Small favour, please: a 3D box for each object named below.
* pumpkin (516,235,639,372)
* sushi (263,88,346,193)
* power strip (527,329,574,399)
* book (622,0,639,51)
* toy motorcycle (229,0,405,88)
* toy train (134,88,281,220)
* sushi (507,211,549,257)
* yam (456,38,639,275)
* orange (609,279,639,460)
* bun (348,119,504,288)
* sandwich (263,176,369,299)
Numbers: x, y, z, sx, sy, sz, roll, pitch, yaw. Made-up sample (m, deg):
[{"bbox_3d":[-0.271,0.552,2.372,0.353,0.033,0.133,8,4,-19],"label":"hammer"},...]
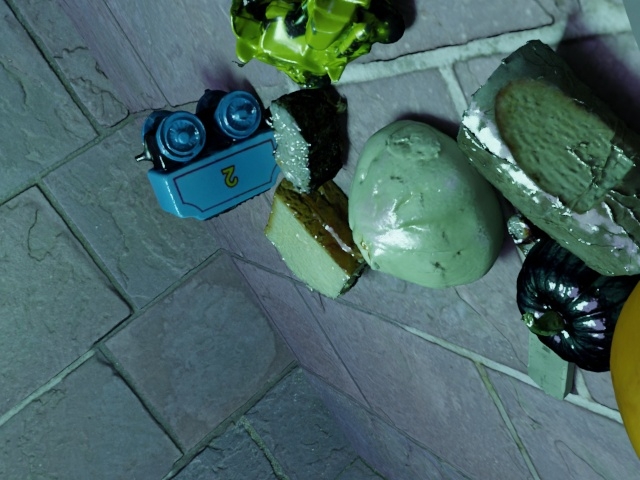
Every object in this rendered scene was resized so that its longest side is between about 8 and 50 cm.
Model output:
[{"bbox_3d":[0.342,0.080,0.808,0.194,0.150,0.194,39,-179,-1],"label":"pumpkin"},{"bbox_3d":[-0.027,-0.198,1.183,0.147,0.115,0.213,36,155,30],"label":"sushi"},{"bbox_3d":[0.393,0.195,1.063,0.080,0.029,0.227,38,158,39],"label":"power strip"},{"bbox_3d":[0.296,-0.243,0.511,0.127,0.014,0.182,14,138,60],"label":"book"},{"bbox_3d":[-0.021,-0.317,0.920,0.205,0.143,0.342,17,172,-22],"label":"toy motorcycle"},{"bbox_3d":[-0.254,-0.193,1.428,0.188,0.300,0.265,21,134,57],"label":"toy train"},{"bbox_3d":[0.308,-0.008,0.892,0.046,0.044,0.083,-25,105,48],"label":"sushi"},{"bbox_3d":[0.272,-0.080,0.674,0.254,0.154,0.154,45,160,9],"label":"yam"},{"bbox_3d":[0.401,0.118,0.500,0.312,0.312,0.312,44,160,21],"label":"orange"},{"bbox_3d":[0.139,-0.034,0.992,0.293,0.187,0.293,44,157,24],"label":"bun"},{"bbox_3d":[-0.001,0.000,1.462,0.262,0.131,0.325,47,158,10],"label":"sandwich"}]
